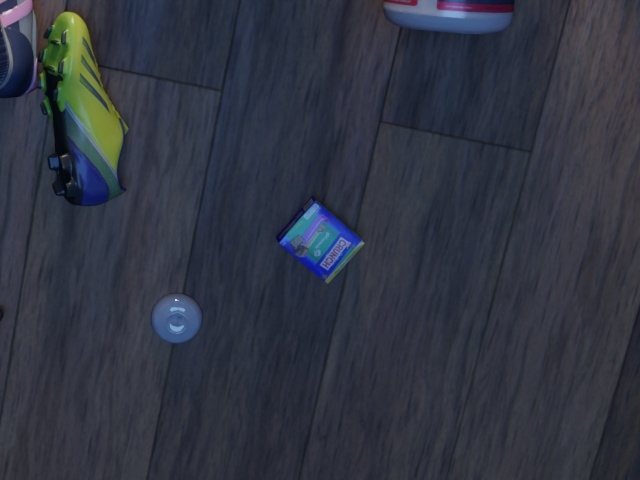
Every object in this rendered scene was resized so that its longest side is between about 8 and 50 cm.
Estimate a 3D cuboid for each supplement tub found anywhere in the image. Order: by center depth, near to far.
[{"bbox_3d":[0.193,-0.440,1.689,0.191,0.191,0.272,3,105,-7],"label":"supplement tub"}]

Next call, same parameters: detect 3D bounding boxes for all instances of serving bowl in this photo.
[{"bbox_3d":[-0.229,0.128,1.881,0.083,0.027,0.083,-2,104,-6],"label":"serving bowl"}]

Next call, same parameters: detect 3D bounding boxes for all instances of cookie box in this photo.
[{"bbox_3d":[0.000,0.000,1.865,0.107,0.040,0.092,40,97,-15],"label":"cookie box"}]

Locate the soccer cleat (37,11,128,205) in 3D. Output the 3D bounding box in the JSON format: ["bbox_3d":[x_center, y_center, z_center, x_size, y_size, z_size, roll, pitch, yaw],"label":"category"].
[{"bbox_3d":[-0.349,-0.196,1.765,0.121,0.093,0.289,-11,103,-35],"label":"soccer cleat"}]

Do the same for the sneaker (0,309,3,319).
[{"bbox_3d":[-0.530,0.152,1.855,0.044,0.040,0.109,35,103,-30],"label":"sneaker"}]

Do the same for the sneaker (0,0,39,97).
[{"bbox_3d":[-0.466,-0.358,1.696,0.112,0.131,0.318,-4,85,17],"label":"sneaker"}]
